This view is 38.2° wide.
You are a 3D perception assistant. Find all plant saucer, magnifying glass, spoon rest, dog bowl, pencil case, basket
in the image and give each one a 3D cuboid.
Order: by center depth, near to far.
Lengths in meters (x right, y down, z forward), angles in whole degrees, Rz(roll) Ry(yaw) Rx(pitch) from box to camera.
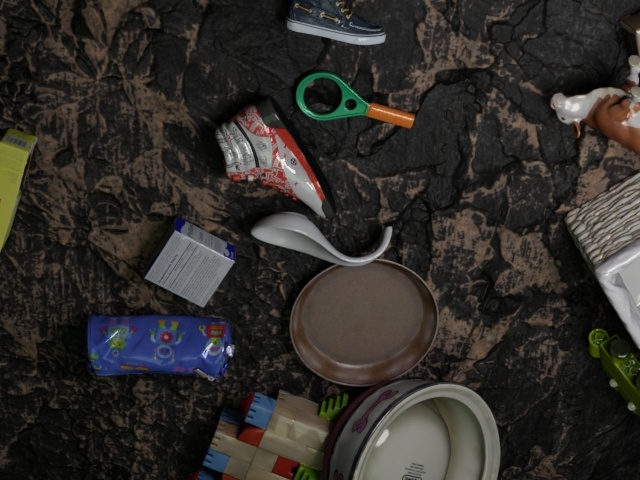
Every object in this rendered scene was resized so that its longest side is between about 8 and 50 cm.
[{"bbox_3d":[0.065,-0.255,1.738,0.231,0.026,0.092,15,114,-9],"label":"magnifying glass"},{"bbox_3d":[0.706,0.041,1.798,0.328,0.266,0.331,-32,114,11],"label":"basket"},{"bbox_3d":[0.000,0.000,1.807,0.276,0.137,0.084,6,75,-8],"label":"spoon rest"},{"bbox_3d":[-0.328,0.219,1.883,0.306,0.133,0.119,3,149,-5],"label":"pencil case"},{"bbox_3d":[0.089,0.165,1.933,0.310,0.050,0.311,-2,116,-4],"label":"plant saucer"},{"bbox_3d":[0.181,0.473,1.942,0.408,0.150,0.408,-8,104,-34],"label":"dog bowl"}]

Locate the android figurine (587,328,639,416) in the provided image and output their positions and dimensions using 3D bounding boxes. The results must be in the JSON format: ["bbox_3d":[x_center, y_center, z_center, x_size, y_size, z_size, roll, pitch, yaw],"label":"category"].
[{"bbox_3d":[0.652,0.297,1.943,0.056,0.248,0.273,-34,154,0],"label":"android figurine"}]

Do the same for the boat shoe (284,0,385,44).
[{"bbox_3d":[0.032,-0.402,1.637,0.183,0.065,0.083,8,117,-7],"label":"boat shoe"}]

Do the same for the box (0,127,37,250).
[{"bbox_3d":[-0.594,-0.088,1.735,0.058,0.087,0.232,19,114,-13],"label":"box"}]

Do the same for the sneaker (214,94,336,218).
[{"bbox_3d":[-0.089,-0.132,1.752,0.145,0.090,0.270,-27,115,13],"label":"sneaker"}]

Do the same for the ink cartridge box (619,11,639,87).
[{"bbox_3d":[0.694,-0.354,1.700,0.234,0.088,0.193,-21,117,7],"label":"ink cartridge box"}]

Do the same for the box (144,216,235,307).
[{"bbox_3d":[-0.258,0.042,1.832,0.137,0.072,0.126,29,111,-18],"label":"box"}]

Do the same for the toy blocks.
[{"bbox_3d":[-0.131,0.463,2.011,0.261,0.191,0.381,22,113,-3],"label":"toy blocks"}]

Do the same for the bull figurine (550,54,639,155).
[{"bbox_3d":[0.574,-0.219,1.666,0.310,0.188,0.101,29,70,6],"label":"bull figurine"}]
